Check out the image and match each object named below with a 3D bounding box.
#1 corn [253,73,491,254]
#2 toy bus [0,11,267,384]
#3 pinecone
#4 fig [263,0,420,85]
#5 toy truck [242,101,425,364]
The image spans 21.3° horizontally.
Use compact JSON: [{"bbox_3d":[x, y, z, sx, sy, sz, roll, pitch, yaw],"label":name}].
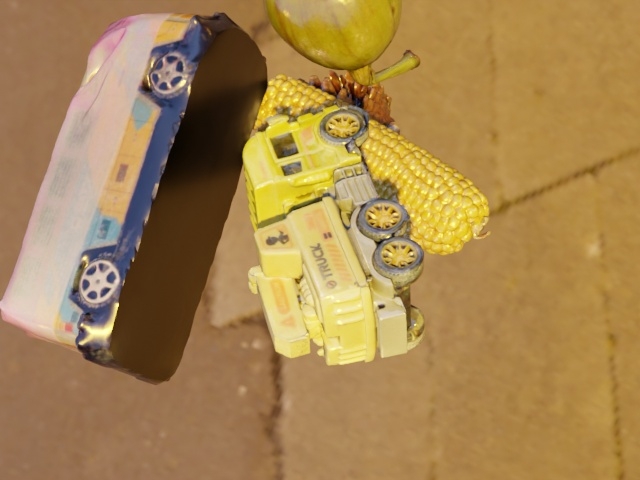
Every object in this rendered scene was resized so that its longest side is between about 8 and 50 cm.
[{"bbox_3d":[0.058,-0.077,1.858,0.310,0.101,0.101,32,95,17],"label":"corn"},{"bbox_3d":[-0.197,-0.059,1.785,0.162,0.171,0.386,13,80,29],"label":"toy bus"},{"bbox_3d":[0.010,-0.126,2.003,0.174,0.174,0.173,-26,52,37],"label":"pinecone"},{"bbox_3d":[0.017,-0.232,1.748,0.142,0.186,0.148,15,44,18],"label":"fig"},{"bbox_3d":[0.000,0.000,1.649,0.157,0.124,0.272,-13,49,-9],"label":"toy truck"}]
